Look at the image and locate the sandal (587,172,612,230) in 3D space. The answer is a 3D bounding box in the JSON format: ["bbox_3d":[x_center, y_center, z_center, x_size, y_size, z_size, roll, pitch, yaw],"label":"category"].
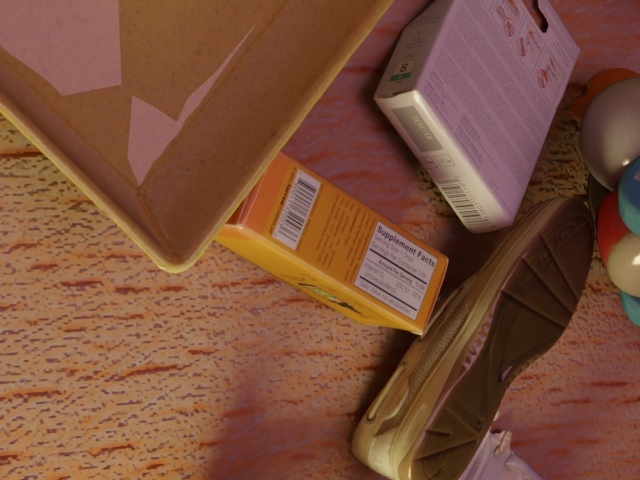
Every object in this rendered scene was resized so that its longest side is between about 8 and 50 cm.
[{"bbox_3d":[0.330,0.006,1.737,0.090,0.060,0.219,-44,105,-11],"label":"sandal"}]

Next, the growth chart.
[{"bbox_3d":[0.177,0.291,1.691,0.172,0.021,0.237,-54,127,-19],"label":"growth chart"}]

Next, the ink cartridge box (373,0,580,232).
[{"bbox_3d":[0.144,-0.149,1.575,0.181,0.056,0.225,51,47,-35],"label":"ink cartridge box"}]

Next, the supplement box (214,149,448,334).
[{"bbox_3d":[0.000,0.000,1.446,0.233,0.078,0.080,34,73,-40],"label":"supplement box"}]

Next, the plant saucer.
[{"bbox_3d":[-0.132,-0.202,1.267,0.333,0.081,0.333,46,68,-26],"label":"plant saucer"}]

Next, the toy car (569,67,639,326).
[{"bbox_3d":[0.329,-0.081,1.626,0.210,0.238,0.219,-21,150,-1],"label":"toy car"}]

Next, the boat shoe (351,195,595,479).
[{"bbox_3d":[0.134,0.081,1.559,0.302,0.098,0.109,-57,134,-12],"label":"boat shoe"}]
